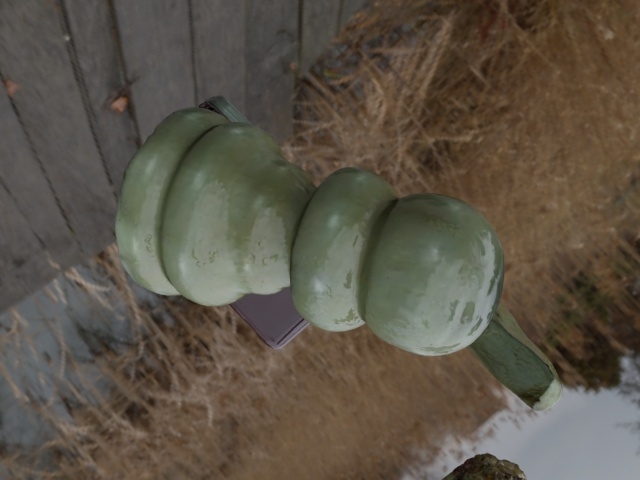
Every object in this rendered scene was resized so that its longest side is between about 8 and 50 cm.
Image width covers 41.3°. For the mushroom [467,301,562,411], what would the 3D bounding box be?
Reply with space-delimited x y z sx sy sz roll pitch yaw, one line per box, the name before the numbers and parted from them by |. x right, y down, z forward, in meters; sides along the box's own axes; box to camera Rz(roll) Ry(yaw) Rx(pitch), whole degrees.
mushroom | 0.253 0.141 1.243 0.087 0.107 0.333 -56 -165 9

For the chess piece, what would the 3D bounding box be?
chess piece | 0.000 0.000 0.748 0.182 0.330 0.182 -40 138 -49

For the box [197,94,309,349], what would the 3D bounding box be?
box | -0.079 -0.014 1.021 0.167 0.294 0.193 -45 -178 -3

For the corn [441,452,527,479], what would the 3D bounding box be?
corn | 0.108 0.294 0.806 0.237 0.079 0.079 -56 164 23
